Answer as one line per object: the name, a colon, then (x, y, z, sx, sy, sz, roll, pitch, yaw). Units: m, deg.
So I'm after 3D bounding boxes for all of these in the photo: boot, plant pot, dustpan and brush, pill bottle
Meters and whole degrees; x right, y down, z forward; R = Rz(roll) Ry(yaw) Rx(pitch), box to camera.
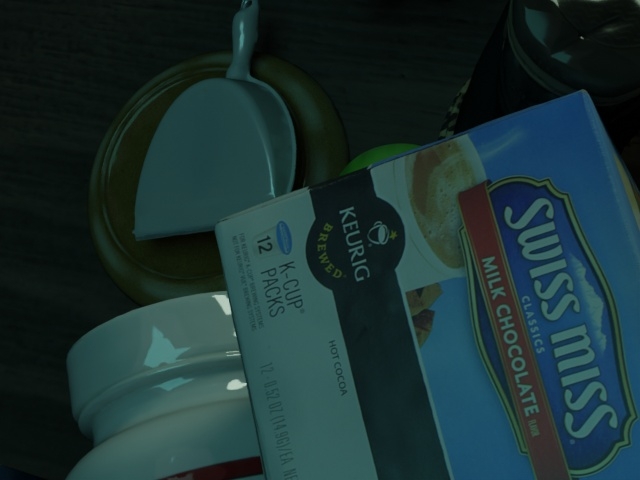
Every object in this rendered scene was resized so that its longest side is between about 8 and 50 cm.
boot: (0.207, -0.167, 1.032, 0.138, 0.284, 0.377, 32, 61, 6)
plant pot: (-0.092, -0.052, 1.271, 0.236, 0.032, 0.236, -7, 70, 19)
dustpan and brush: (-0.074, -0.104, 1.237, 0.147, 0.060, 0.211, -7, 76, 35)
pill bottle: (-0.052, 0.252, 1.046, 0.229, 0.229, 0.408, -21, 66, 15)

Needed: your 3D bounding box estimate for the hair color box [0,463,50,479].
hair color box: (-0.286, 0.223, 1.082, 0.174, 0.347, 0.105, -20, 67, 15)

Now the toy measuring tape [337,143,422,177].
toy measuring tape: (0.000, 0.000, 1.160, 0.330, 0.121, 0.121, -12, 69, 13)

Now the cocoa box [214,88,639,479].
cocoa box: (0.122, 0.101, 0.957, 0.228, 0.347, 0.231, -19, 67, 14)
